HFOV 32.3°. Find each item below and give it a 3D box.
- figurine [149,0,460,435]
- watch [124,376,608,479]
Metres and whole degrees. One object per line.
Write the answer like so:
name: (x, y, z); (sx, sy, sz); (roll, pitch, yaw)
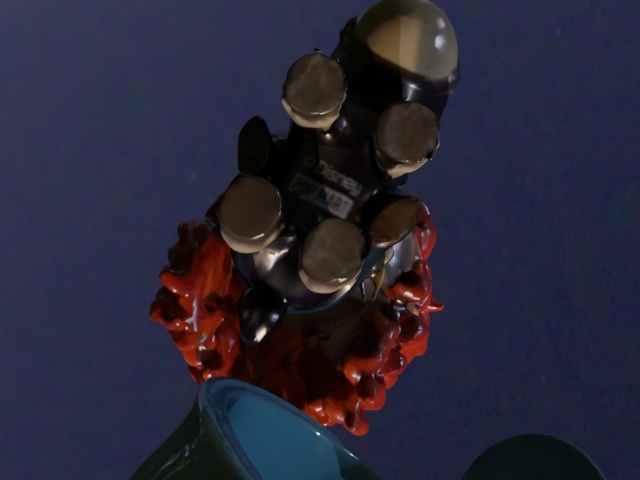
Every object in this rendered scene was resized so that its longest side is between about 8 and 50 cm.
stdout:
figurine: (0.002, -0.010, 0.880); (0.241, 0.412, 0.306); (12, -128, -1)
watch: (0.009, 0.146, 0.399); (0.211, 0.193, 0.211); (-32, -143, 29)
